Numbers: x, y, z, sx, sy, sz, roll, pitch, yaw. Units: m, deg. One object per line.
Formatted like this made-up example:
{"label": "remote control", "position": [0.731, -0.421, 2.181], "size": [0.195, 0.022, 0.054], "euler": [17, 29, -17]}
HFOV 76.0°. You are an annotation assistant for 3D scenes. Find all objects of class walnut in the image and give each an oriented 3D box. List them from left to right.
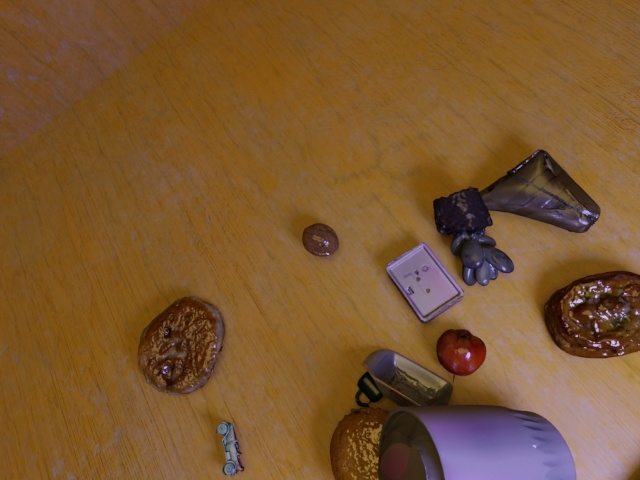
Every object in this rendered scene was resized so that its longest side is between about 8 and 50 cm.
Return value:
{"label": "walnut", "position": [0.000, 0.000, 1.293], "size": [0.124, 0.105, 0.105], "euler": [24, 78, 8]}

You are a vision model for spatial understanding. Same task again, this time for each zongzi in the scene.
{"label": "zongzi", "position": [0.582, -0.079, 1.157], "size": [0.289, 0.123, 0.260], "euler": [-38, 70, 17]}

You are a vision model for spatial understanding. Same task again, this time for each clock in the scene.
{"label": "clock", "position": [0.298, 0.121, 1.178], "size": [0.146, 0.071, 0.192], "euler": [-35, 65, 2]}

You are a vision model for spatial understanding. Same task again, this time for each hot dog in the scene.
{"label": "hot dog", "position": [0.712, 0.182, 1.010], "size": [0.271, 0.122, 0.196], "euler": [-16, 67, 12]}

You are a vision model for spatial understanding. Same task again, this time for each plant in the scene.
{"label": "plant", "position": [0.422, -0.009, 1.156], "size": [0.146, 0.149, 0.275], "euler": [-31, 78, 51]}

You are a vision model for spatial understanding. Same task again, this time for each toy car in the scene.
{"label": "toy car", "position": [-0.258, 0.592, 1.170], "size": [0.054, 0.073, 0.144], "euler": [-14, 66, -6]}

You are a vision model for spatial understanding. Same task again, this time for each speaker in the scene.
{"label": "speaker", "position": [0.136, 0.415, 1.135], "size": [0.075, 0.060, 0.095], "euler": [44, 122, 25]}

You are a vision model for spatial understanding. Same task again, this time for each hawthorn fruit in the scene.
{"label": "hawthorn fruit", "position": [0.362, 0.297, 1.069], "size": [0.125, 0.125, 0.140], "euler": [20, 75, 22]}

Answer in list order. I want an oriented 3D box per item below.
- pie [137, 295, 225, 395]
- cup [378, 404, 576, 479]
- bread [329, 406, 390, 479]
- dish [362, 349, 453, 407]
{"label": "pie", "position": [-0.447, 0.337, 1.309], "size": [0.314, 0.092, 0.316], "euler": [-5, 69, 13]}
{"label": "cup", "position": [0.324, 0.480, 0.876], "size": [0.370, 0.253, 0.254], "euler": [4, 68, -20]}
{"label": "bread", "position": [0.138, 0.545, 1.033], "size": [0.239, 0.139, 0.240], "euler": [-5, 69, 15]}
{"label": "dish", "position": [0.220, 0.382, 1.086], "size": [0.234, 0.154, 0.064], "euler": [27, 115, 23]}
